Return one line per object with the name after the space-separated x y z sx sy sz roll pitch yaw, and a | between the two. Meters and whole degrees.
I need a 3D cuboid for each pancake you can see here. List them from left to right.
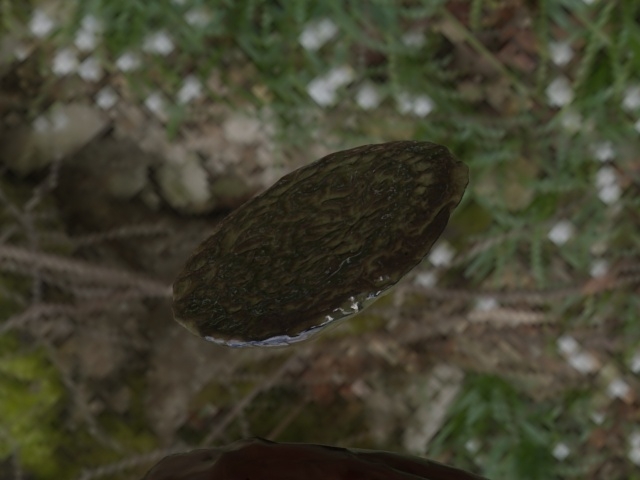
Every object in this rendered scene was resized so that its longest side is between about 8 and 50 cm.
-0.001 -0.001 0.616 0.115 0.115 0.011 12 139 53 | pancake

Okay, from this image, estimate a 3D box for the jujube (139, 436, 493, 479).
0.038 0.150 0.398 0.243 0.183 0.183 34 157 4 | jujube
